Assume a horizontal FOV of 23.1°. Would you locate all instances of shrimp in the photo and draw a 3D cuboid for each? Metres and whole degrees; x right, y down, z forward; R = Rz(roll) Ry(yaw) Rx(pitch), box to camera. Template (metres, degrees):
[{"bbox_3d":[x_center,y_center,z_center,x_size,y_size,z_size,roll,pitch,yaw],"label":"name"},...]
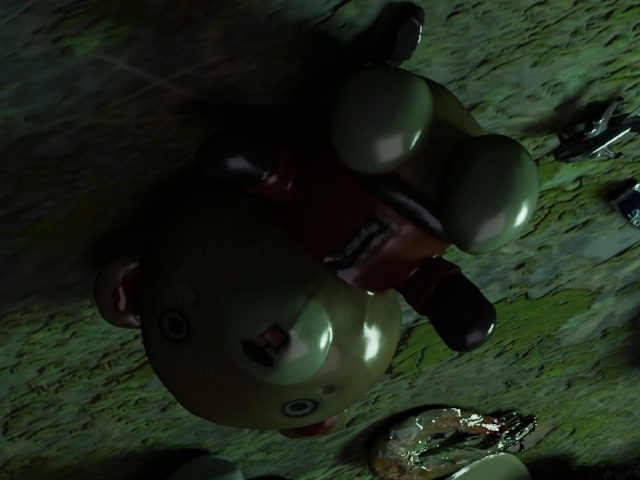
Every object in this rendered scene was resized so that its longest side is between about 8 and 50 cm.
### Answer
[{"bbox_3d":[0.135,0.200,1.564,0.190,0.042,0.101,-8,136,-21],"label":"shrimp"}]

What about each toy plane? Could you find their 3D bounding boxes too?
[{"bbox_3d":[0.220,-0.083,1.236,0.083,0.031,0.078,-21,146,-5],"label":"toy plane"}]

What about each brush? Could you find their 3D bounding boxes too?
[{"bbox_3d":[0.310,-0.009,1.399,0.033,0.030,0.178,-45,142,12],"label":"brush"}]

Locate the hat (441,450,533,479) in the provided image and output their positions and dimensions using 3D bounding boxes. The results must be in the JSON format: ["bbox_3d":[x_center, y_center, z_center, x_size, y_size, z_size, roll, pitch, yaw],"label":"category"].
[{"bbox_3d":[0.120,0.337,1.704,0.244,0.149,0.214,-42,120,-28],"label":"hat"}]

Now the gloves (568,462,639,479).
[{"bbox_3d":[0.319,0.375,1.789,0.135,0.210,0.312,11,152,5],"label":"gloves"}]

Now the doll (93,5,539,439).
[{"bbox_3d":[0.000,0.000,1.106,0.235,0.174,0.330,34,118,-18],"label":"doll"}]

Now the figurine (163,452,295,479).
[{"bbox_3d":[-0.059,0.280,1.450,0.236,0.176,0.133,20,115,-35],"label":"figurine"}]
